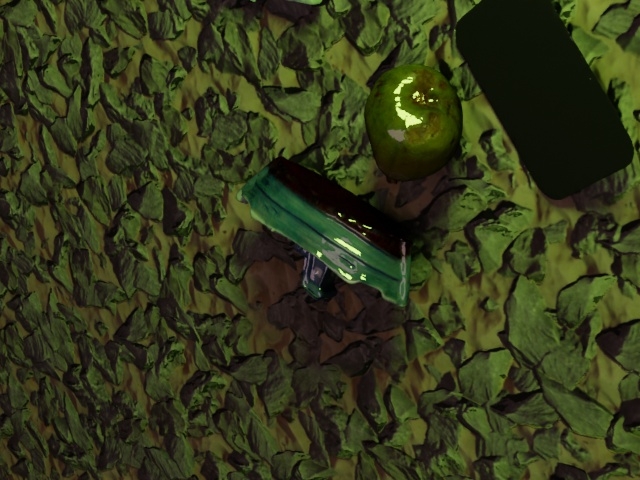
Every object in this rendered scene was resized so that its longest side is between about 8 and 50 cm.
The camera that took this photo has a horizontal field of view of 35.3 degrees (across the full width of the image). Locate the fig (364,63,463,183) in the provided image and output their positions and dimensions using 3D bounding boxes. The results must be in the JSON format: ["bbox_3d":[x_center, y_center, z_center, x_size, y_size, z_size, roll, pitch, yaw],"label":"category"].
[{"bbox_3d":[0.121,-0.136,1.262,0.126,0.185,0.133,-28,71,5],"label":"fig"}]

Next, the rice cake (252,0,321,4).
[{"bbox_3d":[-0.071,-0.345,1.369,0.180,0.030,0.042,18,121,34],"label":"rice cake"}]

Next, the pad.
[{"bbox_3d":[0.303,-0.205,1.103,0.323,0.055,0.250,-31,86,41],"label":"pad"}]

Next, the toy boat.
[{"bbox_3d":[0.000,0.000,1.373,0.309,0.129,0.142,34,110,27],"label":"toy boat"}]
